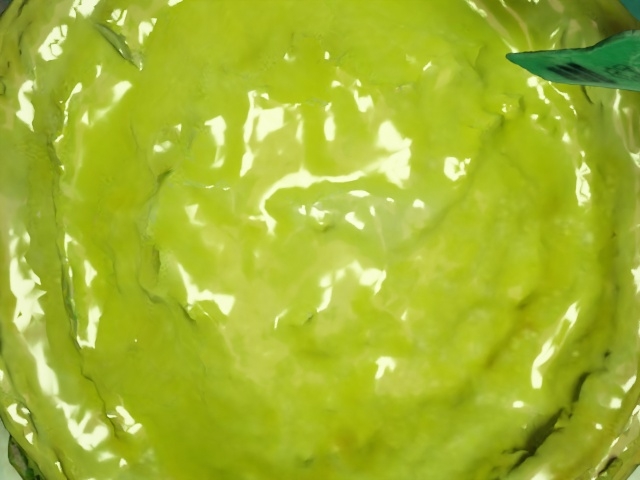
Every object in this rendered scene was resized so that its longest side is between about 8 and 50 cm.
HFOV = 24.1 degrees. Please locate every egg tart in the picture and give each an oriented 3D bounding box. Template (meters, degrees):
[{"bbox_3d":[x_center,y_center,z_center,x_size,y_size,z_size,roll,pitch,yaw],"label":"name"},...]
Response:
[{"bbox_3d":[0.000,0.000,0.677,0.345,0.132,0.345,0,89,-10],"label":"egg tart"}]

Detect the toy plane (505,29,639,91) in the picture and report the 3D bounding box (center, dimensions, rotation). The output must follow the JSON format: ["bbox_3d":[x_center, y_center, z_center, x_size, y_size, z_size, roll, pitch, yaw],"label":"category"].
[{"bbox_3d":[0.242,-0.007,0.623,0.382,0.155,0.106,24,78,-42],"label":"toy plane"}]
